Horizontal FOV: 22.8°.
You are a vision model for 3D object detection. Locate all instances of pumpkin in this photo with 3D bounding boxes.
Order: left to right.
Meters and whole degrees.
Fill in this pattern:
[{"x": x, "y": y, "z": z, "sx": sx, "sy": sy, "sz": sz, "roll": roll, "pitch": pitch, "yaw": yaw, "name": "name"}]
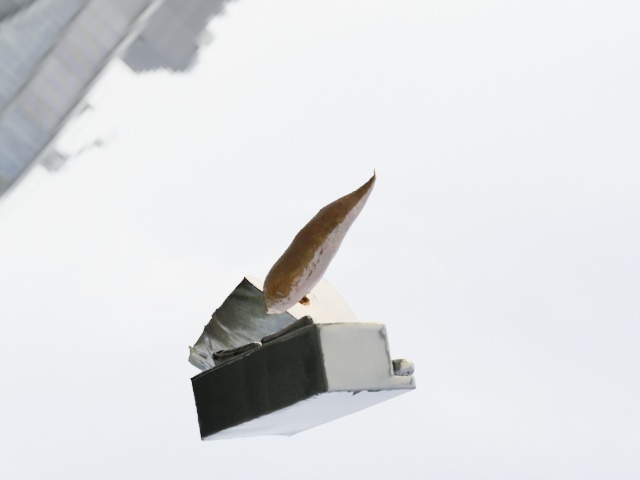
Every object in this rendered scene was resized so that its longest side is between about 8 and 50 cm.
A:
[{"x": -0.055, "y": 0.133, "z": 1.882, "sx": 0.169, "sy": 0.148, "sz": 0.312, "roll": -48, "pitch": 168, "yaw": 9, "name": "pumpkin"}]

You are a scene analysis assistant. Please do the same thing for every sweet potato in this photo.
[{"x": 0.000, "y": 0.000, "z": 1.709, "sx": 0.195, "sy": 0.056, "sz": 0.056, "roll": -53, "pitch": -152, "yaw": 1, "name": "sweet potato"}]

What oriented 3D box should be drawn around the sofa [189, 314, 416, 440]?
[{"x": -0.014, "y": 0.091, "z": 1.078, "sx": 0.147, "sy": 0.085, "sz": 0.060, "roll": -27, "pitch": -114, "yaw": 47, "name": "sofa"}]
